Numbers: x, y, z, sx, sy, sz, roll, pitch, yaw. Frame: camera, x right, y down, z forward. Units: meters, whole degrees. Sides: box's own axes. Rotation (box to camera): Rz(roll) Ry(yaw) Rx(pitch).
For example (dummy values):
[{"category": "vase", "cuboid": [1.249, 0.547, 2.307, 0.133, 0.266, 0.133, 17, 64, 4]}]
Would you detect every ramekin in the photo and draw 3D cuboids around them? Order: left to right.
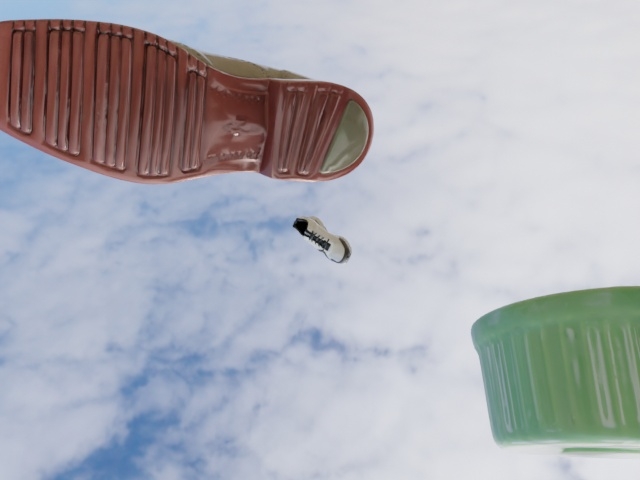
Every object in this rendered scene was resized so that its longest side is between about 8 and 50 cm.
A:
[{"category": "ramekin", "cuboid": [0.337, 0.171, 0.631, 0.303, 0.303, 0.148, 0, -114, 6]}]

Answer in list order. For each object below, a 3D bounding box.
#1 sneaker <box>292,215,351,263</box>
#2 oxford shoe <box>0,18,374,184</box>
[{"category": "sneaker", "cuboid": [0.000, 0.000, 0.781, 0.044, 0.040, 0.109, 6, -155, -50]}, {"category": "oxford shoe", "cuboid": [-0.128, -0.124, 0.508, 0.348, 0.123, 0.130, 7, -160, -26]}]
